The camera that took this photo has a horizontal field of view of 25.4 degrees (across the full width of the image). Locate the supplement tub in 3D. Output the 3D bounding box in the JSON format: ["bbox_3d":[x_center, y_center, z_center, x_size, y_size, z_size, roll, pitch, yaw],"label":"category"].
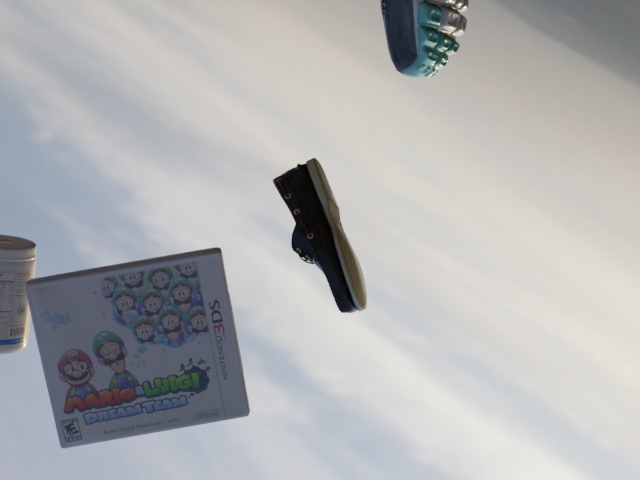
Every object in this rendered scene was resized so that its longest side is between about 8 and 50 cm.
[{"bbox_3d":[-0.317,0.052,1.393,0.071,0.107,0.071,7,-170,-1],"label":"supplement tub"}]

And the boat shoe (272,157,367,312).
[{"bbox_3d":[0.001,0.001,1.071,0.133,0.042,0.049,69,-171,27],"label":"boat shoe"}]

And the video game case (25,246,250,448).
[{"bbox_3d":[-0.145,0.087,1.139,0.157,0.143,0.019,-10,-164,-2],"label":"video game case"}]

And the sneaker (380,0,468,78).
[{"bbox_3d":[0.022,-0.150,0.656,0.076,0.166,0.065,-13,166,22],"label":"sneaker"}]
